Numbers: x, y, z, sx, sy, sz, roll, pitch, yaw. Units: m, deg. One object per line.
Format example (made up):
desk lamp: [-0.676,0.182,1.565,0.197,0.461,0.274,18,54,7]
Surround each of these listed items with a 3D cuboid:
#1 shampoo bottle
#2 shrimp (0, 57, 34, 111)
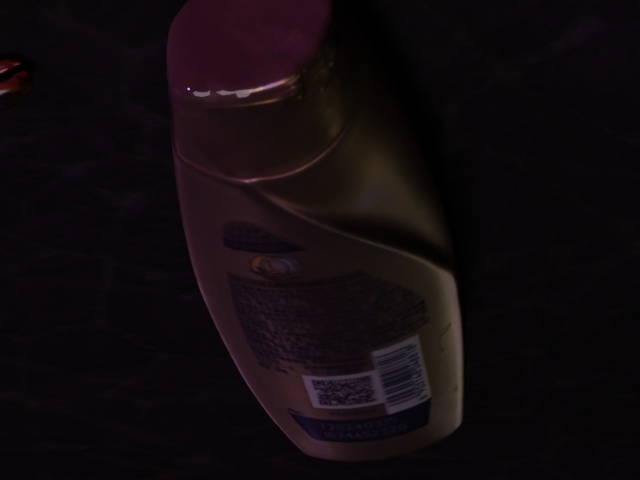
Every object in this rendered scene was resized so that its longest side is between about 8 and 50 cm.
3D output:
shampoo bottle: [0.000,0.000,0.874,0.125,0.084,0.350,-7,149,8]
shrimp: [-0.159,-0.090,0.771,0.178,0.034,0.124,-22,146,35]
